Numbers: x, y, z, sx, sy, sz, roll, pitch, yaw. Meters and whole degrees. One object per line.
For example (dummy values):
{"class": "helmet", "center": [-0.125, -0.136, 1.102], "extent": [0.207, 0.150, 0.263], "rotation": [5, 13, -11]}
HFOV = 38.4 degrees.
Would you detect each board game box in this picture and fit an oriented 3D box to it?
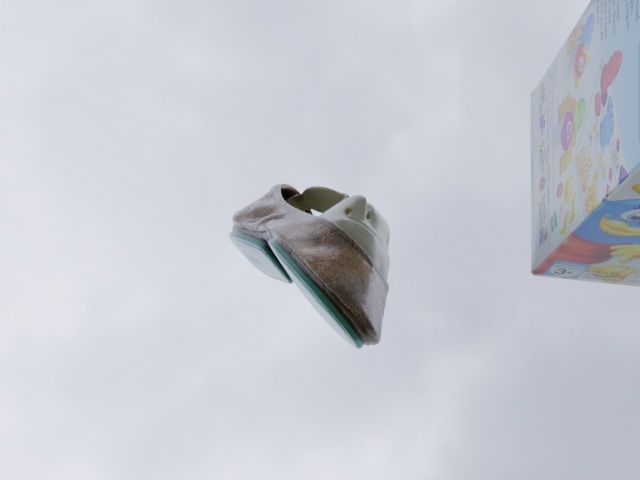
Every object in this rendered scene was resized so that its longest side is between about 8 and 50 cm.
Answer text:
{"class": "board game box", "center": [0.227, -0.083, 0.506], "extent": [0.142, 0.275, 0.145], "rotation": [6, -111, -4]}

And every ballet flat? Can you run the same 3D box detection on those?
{"class": "ballet flat", "center": [0.000, 0.000, 0.839], "extent": [0.106, 0.316, 0.108], "rotation": [-41, -64, -8]}
